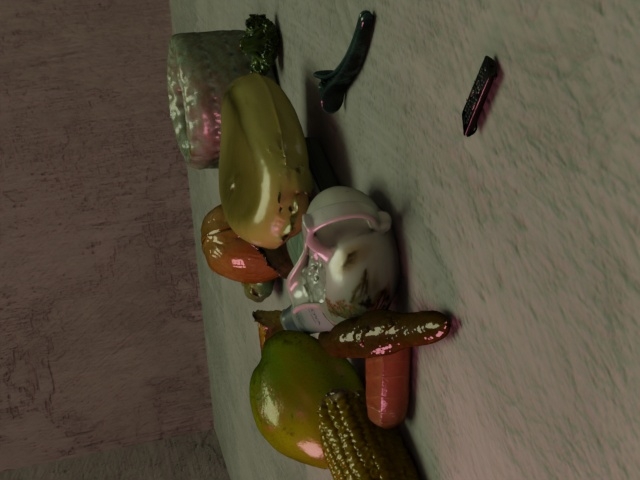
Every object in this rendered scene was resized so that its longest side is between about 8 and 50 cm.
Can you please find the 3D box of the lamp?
[{"bbox_3d":[0.000,0.000,1.615,0.269,0.047,0.266,96,158,-44],"label":"lamp"}]

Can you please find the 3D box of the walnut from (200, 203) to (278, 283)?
[{"bbox_3d":[-0.142,0.004,1.905,0.165,0.197,0.165,-32,52,51],"label":"walnut"}]

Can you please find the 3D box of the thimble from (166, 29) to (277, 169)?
[{"bbox_3d":[-0.204,-0.285,1.959,0.291,0.195,0.291,172,90,-77],"label":"thimble"}]

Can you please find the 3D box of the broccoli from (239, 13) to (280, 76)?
[{"bbox_3d":[-0.119,-0.362,1.783,0.095,0.092,0.097,61,141,23],"label":"broccoli"}]

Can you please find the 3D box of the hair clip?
[{"bbox_3d":[0.039,-0.250,1.335,0.229,0.039,0.070,138,121,-69],"label":"hair clip"}]

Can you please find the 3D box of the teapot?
[{"bbox_3d":[0.027,0.021,1.328,0.298,0.140,0.204,102,157,-58],"label":"teapot"}]

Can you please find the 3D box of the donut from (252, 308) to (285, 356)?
[{"bbox_3d":[-0.074,0.250,1.971,0.259,0.101,0.152,-130,33,-64],"label":"donut"}]

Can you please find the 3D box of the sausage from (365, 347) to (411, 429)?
[{"bbox_3d":[0.093,0.197,1.326,0.065,0.065,0.169,-120,25,-57],"label":"sausage"}]

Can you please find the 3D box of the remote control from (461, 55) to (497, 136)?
[{"bbox_3d":[0.157,-0.142,0.941,0.091,0.016,0.034,103,170,-57],"label":"remote control"}]

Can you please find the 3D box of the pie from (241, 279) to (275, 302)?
[{"bbox_3d":[-0.157,-0.010,2.210,0.306,0.071,0.306,173,90,-74],"label":"pie"}]

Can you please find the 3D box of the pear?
[{"bbox_3d":[-0.026,0.253,1.560,0.219,0.187,0.187,52,166,-2],"label":"pear"}]

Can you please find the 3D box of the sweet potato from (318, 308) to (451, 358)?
[{"bbox_3d":[0.080,0.117,1.215,0.274,0.067,0.067,-18,81,52],"label":"sweet potato"}]

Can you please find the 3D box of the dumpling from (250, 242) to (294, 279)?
[{"bbox_3d":[-0.118,-0.082,1.795,0.086,0.166,0.332,-12,87,58],"label":"dumpling"}]

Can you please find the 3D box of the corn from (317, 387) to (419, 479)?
[{"bbox_3d":[0.078,0.337,1.368,0.321,0.119,0.119,-113,19,-44],"label":"corn"}]

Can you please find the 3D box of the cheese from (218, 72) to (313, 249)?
[{"bbox_3d":[-0.093,-0.111,1.559,0.316,0.128,0.259,-122,29,-50],"label":"cheese"}]

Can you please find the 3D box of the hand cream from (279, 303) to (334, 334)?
[{"bbox_3d":[-0.017,0.121,1.564,0.079,0.048,0.255,60,163,3],"label":"hand cream"}]
